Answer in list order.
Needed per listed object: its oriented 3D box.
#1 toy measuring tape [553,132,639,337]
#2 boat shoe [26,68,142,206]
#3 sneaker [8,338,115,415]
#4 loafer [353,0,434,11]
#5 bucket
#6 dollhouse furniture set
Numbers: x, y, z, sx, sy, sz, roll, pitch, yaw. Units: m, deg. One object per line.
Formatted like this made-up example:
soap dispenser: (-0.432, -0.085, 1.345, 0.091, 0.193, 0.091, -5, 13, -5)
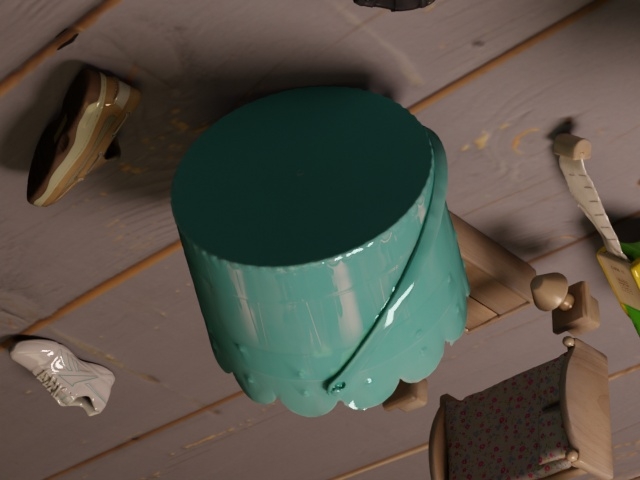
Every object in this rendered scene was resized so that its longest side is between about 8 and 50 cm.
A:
toy measuring tape: (0.345, -0.001, 1.321, 0.121, 0.121, 0.330, -17, 122, 26)
boat shoe: (-0.231, -0.090, 1.265, 0.072, 0.068, 0.190, 11, 145, -29)
sneaker: (-0.329, 0.173, 1.637, 0.152, 0.061, 0.053, 31, 138, -30)
loafer: (0.043, -0.258, 0.992, 0.078, 0.076, 0.223, -9, 147, 5)
bucket: (0.000, 0.000, 1.196, 0.281, 0.281, 0.183, -4, 135, 11)
dollhouse furniture set: (0.123, 0.165, 1.333, 0.173, 0.356, 0.303, 32, 136, -32)
